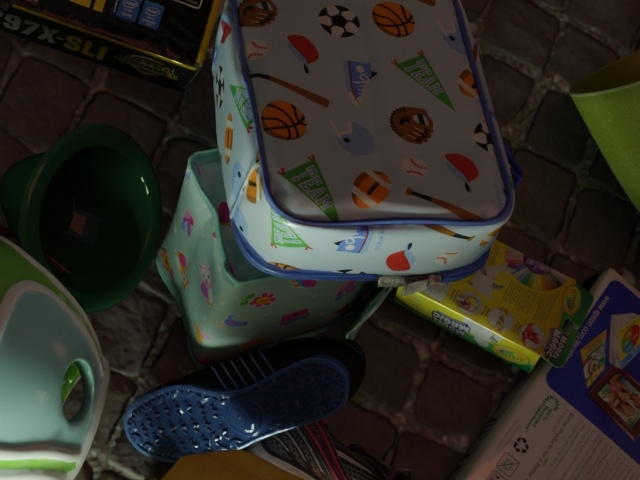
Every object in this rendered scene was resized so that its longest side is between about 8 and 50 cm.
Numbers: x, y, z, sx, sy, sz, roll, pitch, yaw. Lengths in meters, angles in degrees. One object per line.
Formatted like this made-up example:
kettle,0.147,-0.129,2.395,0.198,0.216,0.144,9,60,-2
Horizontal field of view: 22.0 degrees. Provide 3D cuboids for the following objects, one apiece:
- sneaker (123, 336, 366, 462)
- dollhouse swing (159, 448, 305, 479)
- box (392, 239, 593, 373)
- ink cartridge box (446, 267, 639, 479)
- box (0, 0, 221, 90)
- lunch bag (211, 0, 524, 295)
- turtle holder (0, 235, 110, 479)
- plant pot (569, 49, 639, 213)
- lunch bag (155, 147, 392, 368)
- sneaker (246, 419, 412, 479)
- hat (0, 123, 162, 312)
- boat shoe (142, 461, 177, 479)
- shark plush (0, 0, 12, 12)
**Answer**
sneaker,-0.065,0.144,1.515,0.232,0.090,0.081,-14,99,20
dollhouse swing,-0.027,0.394,1.348,0.305,0.315,0.347,10,33,26
box,0.175,0.056,1.640,0.179,0.043,0.105,27,57,7
ink cartridge box,0.317,0.238,1.653,0.307,0.072,0.303,41,66,-6
box,-0.243,-0.319,1.619,0.322,0.079,0.257,19,72,-12
lunch bag,0.038,-0.096,1.395,0.243,0.115,0.303,0,57,-16
turtle holder,-0.307,0.143,1.370,0.227,0.243,0.320,27,35,-25
plant pot,0.436,-0.067,1.689,0.274,0.275,0.293,-26,99,-23
lunch bag,0.000,0.000,1.526,0.262,0.223,0.160,-13,69,-21
sneaker,0.063,0.269,1.531,0.299,0.121,0.112,39,64,-3
hat,-0.281,-0.039,1.557,0.173,0.183,0.208,-61,139,-22
boat shoe,-0.095,0.281,1.505,0.060,0.064,0.178,-33,85,-21
shark plush,-0.300,-0.295,1.526,0.067,0.073,0.161,-5,70,-50
